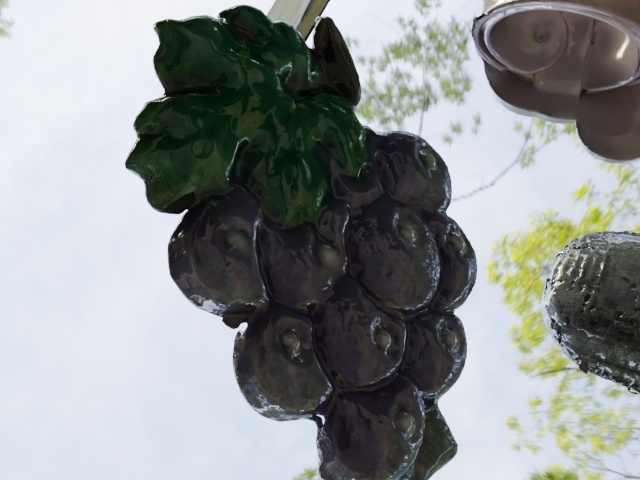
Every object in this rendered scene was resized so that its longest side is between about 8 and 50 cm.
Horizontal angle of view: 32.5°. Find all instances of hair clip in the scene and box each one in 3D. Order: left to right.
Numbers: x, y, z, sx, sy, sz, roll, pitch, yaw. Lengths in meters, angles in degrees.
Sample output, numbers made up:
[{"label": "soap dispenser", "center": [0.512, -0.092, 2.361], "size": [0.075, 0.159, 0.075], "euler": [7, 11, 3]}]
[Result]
[{"label": "hair clip", "center": [-0.001, 0.001, 0.411], "size": [0.124, 0.052, 0.195], "euler": [-33, -81, -38]}]

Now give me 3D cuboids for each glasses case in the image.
[{"label": "glasses case", "center": [0.280, 0.068, 0.694], "size": [0.283, 0.067, 0.109], "euler": [19, -132, 9]}]

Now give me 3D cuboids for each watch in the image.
[{"label": "watch", "center": [0.279, -0.213, 1.126], "size": [0.249, 0.217, 0.210], "euler": [13, -106, 10]}]

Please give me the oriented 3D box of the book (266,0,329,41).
[{"label": "book", "center": [-0.028, -0.218, 1.083], "size": [0.026, 0.231, 0.157], "euler": [24, -136, -15]}]
